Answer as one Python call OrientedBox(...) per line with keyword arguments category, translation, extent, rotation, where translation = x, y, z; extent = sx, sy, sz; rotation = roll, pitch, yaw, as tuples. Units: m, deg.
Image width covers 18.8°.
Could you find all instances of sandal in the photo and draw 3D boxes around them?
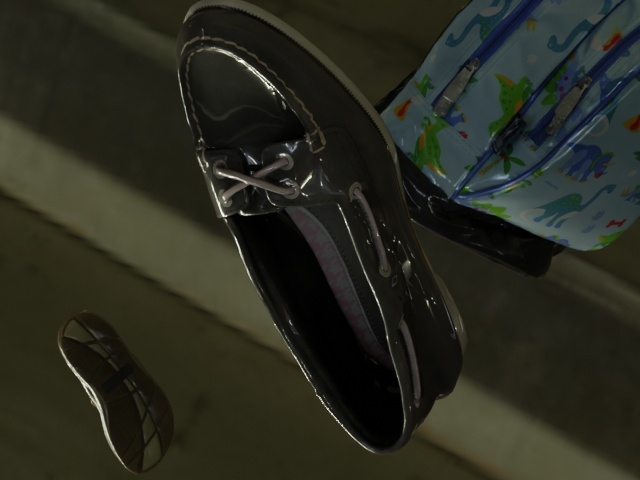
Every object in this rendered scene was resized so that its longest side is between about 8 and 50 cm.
OrientedBox(category="sandal", translation=(-0.200, 0.142, 1.870), extent=(0.072, 0.180, 0.049), rotation=(-36, -158, -18))

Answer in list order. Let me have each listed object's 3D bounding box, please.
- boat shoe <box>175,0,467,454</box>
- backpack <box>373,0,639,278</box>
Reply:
OrientedBox(category="boat shoe", translation=(0.000, 0.000, 1.216), extent=(0.112, 0.335, 0.095), rotation=(-5, -138, 33))
OrientedBox(category="backpack", translation=(0.227, -0.140, 1.719), extent=(0.273, 0.355, 0.290), rotation=(35, -174, 37))
